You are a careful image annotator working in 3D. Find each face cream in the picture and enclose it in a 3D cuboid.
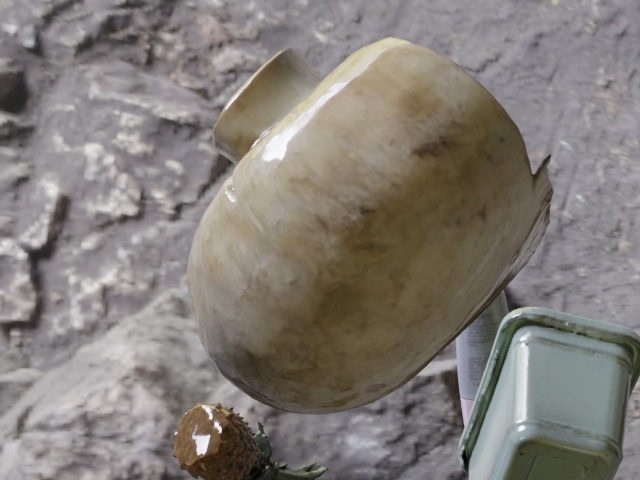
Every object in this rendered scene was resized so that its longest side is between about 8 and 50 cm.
[{"bbox_3d":[0.235,0.168,1.834,0.084,0.057,0.198,-4,100,9],"label":"face cream"}]

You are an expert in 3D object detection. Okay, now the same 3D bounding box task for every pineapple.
[{"bbox_3d":[-0.095,0.334,1.888,0.119,0.277,0.130,-51,47,-1],"label":"pineapple"}]

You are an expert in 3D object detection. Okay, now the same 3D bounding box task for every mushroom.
[{"bbox_3d":[0.000,0.000,0.755,0.195,0.254,0.189,41,66,9],"label":"mushroom"}]

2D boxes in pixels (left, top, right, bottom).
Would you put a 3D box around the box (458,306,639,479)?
[{"bbox_3d":[0.264,0.257,1.542,0.175,0.182,0.312,14,132,3],"label":"box"}]
